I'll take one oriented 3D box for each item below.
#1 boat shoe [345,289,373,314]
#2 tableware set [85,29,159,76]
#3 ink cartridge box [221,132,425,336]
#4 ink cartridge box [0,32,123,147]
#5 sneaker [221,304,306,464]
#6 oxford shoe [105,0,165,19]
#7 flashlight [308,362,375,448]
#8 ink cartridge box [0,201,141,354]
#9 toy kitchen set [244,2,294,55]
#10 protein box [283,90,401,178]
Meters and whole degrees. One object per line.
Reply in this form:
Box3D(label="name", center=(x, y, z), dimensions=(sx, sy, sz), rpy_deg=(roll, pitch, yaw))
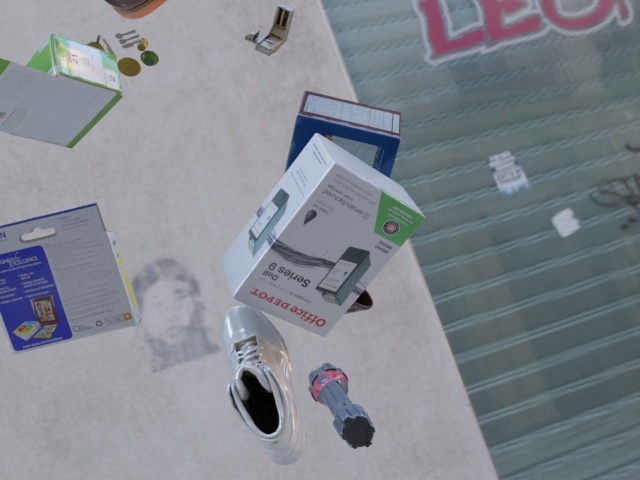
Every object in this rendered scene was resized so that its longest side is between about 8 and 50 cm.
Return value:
Box3D(label="boat shoe", center=(0.015, 0.067, 1.869), dimensions=(0.123, 0.342, 0.123), rpy_deg=(-2, 45, 48))
Box3D(label="tableware set", center=(-0.411, -0.373, 1.505), dimensions=(0.154, 0.024, 0.104), rpy_deg=(-14, -42, 15))
Box3D(label="ink cartridge box", center=(0.000, 0.000, 1.266), dimensions=(0.211, 0.122, 0.289), rpy_deg=(27, -70, -31))
Box3D(label="ink cartridge box", center=(-0.503, -0.270, 1.285), dimensions=(0.188, 0.097, 0.255), rpy_deg=(-33, -29, 35))
Box3D(label="sneaker", center=(-0.103, 0.206, 1.216), dimensions=(0.108, 0.293, 0.169), rpy_deg=(-24, -29, -4))
Box3D(label="oxford shoe", center=(-0.300, -0.599, 1.523), dimensions=(0.363, 0.130, 0.133), rpy_deg=(-40, -10, 6))
Box3D(label="flashlight", center=(0.050, 0.390, 1.757), dimensions=(0.103, 0.103, 0.304), rpy_deg=(1, 14, -16))
Box3D(label="ink cartridge box", center=(-0.608, 0.085, 1.725), dimensions=(0.303, 0.307, 0.072), rpy_deg=(-13, 14, 0))
Box3D(label="toy kitchen set", center=(-0.105, -0.419, 1.459), dimensions=(0.083, 0.068, 0.075), rpy_deg=(-57, -9, -48))
Box3D(label="protein box", center=(0.039, -0.163, 1.481), dimensions=(0.201, 0.136, 0.200), rpy_deg=(13, -58, -1))
